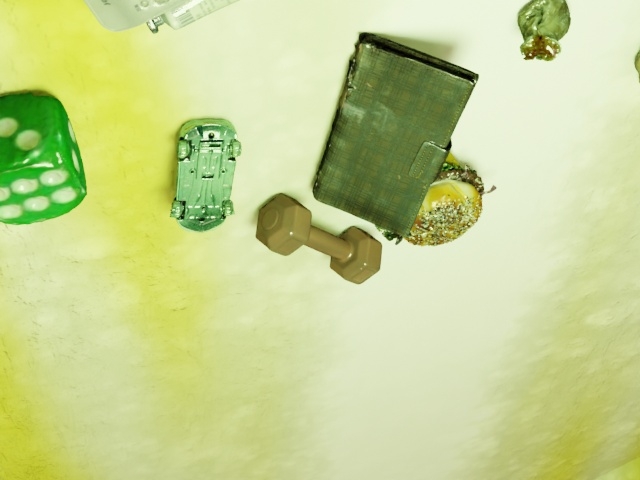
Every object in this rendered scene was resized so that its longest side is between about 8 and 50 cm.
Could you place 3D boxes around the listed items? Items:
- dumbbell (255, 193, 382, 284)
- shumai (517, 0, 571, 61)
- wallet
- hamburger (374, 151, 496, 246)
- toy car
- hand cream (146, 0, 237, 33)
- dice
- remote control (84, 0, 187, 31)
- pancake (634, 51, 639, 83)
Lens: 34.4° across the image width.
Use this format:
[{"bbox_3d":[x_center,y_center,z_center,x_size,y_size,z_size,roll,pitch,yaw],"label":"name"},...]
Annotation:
[{"bbox_3d":[0.000,0.000,1.617,0.092,0.082,0.231,-39,141,27],"label":"dumbbell"},{"bbox_3d":[0.302,-0.272,1.362,0.082,0.080,0.083,3,139,-30],"label":"shumai"},{"bbox_3d":[0.095,-0.140,1.442,0.169,0.044,0.317,20,139,2],"label":"wallet"},{"bbox_3d":[0.175,-0.049,1.613,0.189,0.093,0.164,-32,144,25],"label":"hamburger"},{"bbox_3d":[-0.165,-0.091,1.438,0.093,0.058,0.186,-4,132,-18],"label":"toy car"},{"bbox_3d":[-0.095,-0.303,1.184,0.234,0.050,0.080,-24,145,2],"label":"hand cream"},{"bbox_3d":[-0.367,-0.099,1.283,0.128,0.120,0.131,-14,148,-5],"label":"dice"},{"bbox_3d":[-0.122,-0.336,1.118,0.313,0.055,0.109,-26,138,5],"label":"remote control"},{"bbox_3d":[0.566,-0.283,1.509,0.235,0.029,0.212,5,142,-26],"label":"pancake"}]
